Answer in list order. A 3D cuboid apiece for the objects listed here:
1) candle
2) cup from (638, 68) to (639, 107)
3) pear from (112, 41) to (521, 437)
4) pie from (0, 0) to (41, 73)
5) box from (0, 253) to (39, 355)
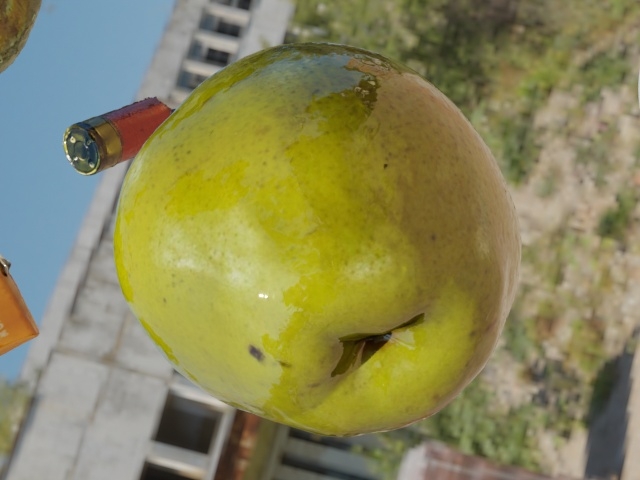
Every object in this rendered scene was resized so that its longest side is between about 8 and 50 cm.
[{"bbox_3d":[-0.179,-0.103,1.438,0.130,0.052,0.052,-29,-40,-45],"label":"candle"},{"bbox_3d":[0.139,-0.040,0.379,0.104,0.074,0.116,-50,17,14],"label":"cup"},{"bbox_3d":[0.000,0.001,0.725,0.198,0.198,0.198,14,-90,-86],"label":"pear"},{"bbox_3d":[-0.355,-0.234,1.354,0.054,0.240,0.241,39,122,53],"label":"pie"},{"bbox_3d":[-0.371,0.043,1.121,0.221,0.273,0.091,51,166,38],"label":"box"}]
